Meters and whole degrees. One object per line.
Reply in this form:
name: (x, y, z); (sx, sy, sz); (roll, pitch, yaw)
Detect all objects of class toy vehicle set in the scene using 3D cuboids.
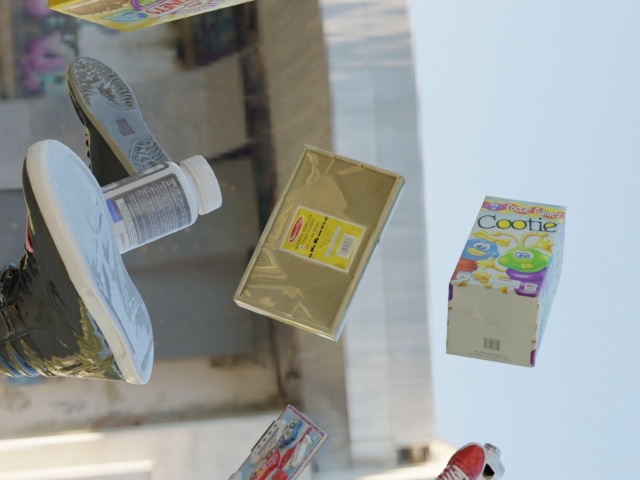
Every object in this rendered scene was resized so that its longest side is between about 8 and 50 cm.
toy vehicle set: (0.000, 0.000, 2.088); (0.267, 0.166, 0.035); (-65, 160, -14)

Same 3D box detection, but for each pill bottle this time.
pill bottle: (-0.185, -0.042, 1.564); (0.078, 0.137, 0.078); (52, -24, 36)

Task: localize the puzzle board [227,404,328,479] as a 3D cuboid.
puzzle board: (-0.053, 0.225, 1.374); (0.128, 0.011, 0.096); (-51, -154, -6)

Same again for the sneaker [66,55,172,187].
sneaker: (-0.281, -0.123, 1.811); (0.118, 0.083, 0.222); (-44, -108, 42)

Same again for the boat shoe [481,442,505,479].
boat shoe: (0.240, 0.324, 1.996); (0.035, 0.035, 0.100); (-56, 158, -23)

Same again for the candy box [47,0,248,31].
candy box: (-0.151, -0.235, 1.317); (0.206, 0.105, 0.027); (-5, -99, 41)

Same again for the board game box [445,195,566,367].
board game box: (0.303, 0.060, 2.264); (0.275, 0.144, 0.142); (-60, 154, -54)

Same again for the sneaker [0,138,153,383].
sneaker: (-0.249, 0.033, 1.219); (0.296, 0.147, 0.104); (78, 10, -49)

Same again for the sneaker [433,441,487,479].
sneaker: (0.143, 0.280, 1.602); (0.042, 0.118, 0.067); (43, 9, 13)
